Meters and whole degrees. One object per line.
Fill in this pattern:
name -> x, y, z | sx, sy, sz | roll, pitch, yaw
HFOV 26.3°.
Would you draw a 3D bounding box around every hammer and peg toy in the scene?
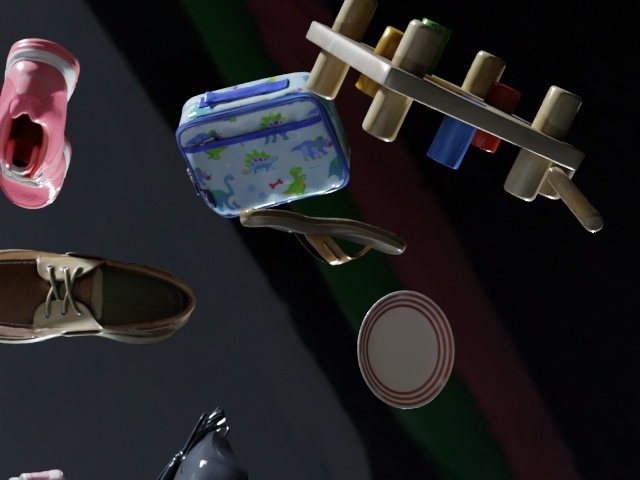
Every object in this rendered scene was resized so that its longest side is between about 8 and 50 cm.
hammer and peg toy -> 0.179, -0.143, 1.508 | 0.361, 0.127, 0.266 | 21, 11, -24

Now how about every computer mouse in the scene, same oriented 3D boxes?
computer mouse -> -0.181, 0.340, 1.957 | 0.072, 0.188, 0.272 | 33, -3, -20

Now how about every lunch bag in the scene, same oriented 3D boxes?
lunch bag -> -0.078, -0.133, 1.872 | 0.090, 0.219, 0.176 | -85, 160, -51

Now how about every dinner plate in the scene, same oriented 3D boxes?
dinner plate -> 0.101, 0.131, 1.653 | 0.017, 0.141, 0.141 | -6, -66, 58

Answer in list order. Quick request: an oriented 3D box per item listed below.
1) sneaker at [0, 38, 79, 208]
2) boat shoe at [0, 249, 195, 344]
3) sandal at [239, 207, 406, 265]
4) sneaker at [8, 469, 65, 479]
sneaker -> -0.401, -0.126, 1.842 | 0.116, 0.136, 0.314 | 13, -38, -5
boat shoe -> -0.309, 0.065, 1.731 | 0.120, 0.324, 0.123 | -23, -113, 59
sandal -> 0.000, 0.000, 1.446 | 0.072, 0.180, 0.049 | 174, -75, -75
sneaker -> -0.405, 0.359, 1.964 | 0.134, 0.070, 0.051 | 144, -57, -59
